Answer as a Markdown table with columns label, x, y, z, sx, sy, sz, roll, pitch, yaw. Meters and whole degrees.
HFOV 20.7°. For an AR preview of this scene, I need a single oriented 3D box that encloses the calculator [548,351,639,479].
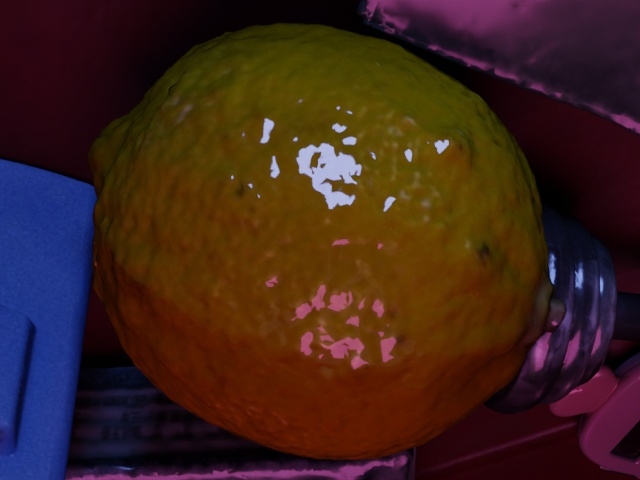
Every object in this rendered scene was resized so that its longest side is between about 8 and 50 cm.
| label | x | y | z | sx | sy | sz | roll | pitch | yaw |
| --- | --- | --- | --- | --- | --- | --- | --- | --- | --- |
| calculator | 0.207 | 0.102 | 1.003 | 0.166 | 0.024 | 0.103 | 19 | 130 | -20 |

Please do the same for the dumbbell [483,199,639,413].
| label | x | y | z | sx | sy | sz | roll | pitch | yaw |
| --- | --- | --- | --- | --- | --- | --- | --- | --- | --- |
| dumbbell | 0.182 | 0.041 | 0.900 | 0.254 | 0.110 | 0.110 | 6 | 132 | -14 |

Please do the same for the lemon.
| label | x | y | z | sx | sy | sz | roll | pitch | yaw |
| --- | --- | --- | --- | --- | --- | --- | --- | --- | --- |
| lemon | 0.000 | 0.000 | 0.790 | 0.231 | 0.192 | 0.192 | 21 | 134 | 14 |

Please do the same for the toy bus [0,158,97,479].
| label | x | y | z | sx | sy | sz | roll | pitch | yaw |
| --- | --- | --- | --- | --- | --- | --- | --- | --- | --- |
| toy bus | -0.173 | 0.072 | 0.834 | 0.116 | 0.234 | 0.133 | 14 | 129 | -13 |

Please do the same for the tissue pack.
| label | x | y | z | sx | sy | sz | roll | pitch | yaw |
| --- | --- | --- | --- | --- | --- | --- | --- | --- | --- |
| tissue pack | -0.100 | 0.175 | 1.015 | 0.315 | 0.103 | 0.228 | -3 | 131 | 2 |

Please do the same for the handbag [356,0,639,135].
| label | x | y | z | sx | sy | sz | roll | pitch | yaw |
| --- | --- | --- | --- | --- | --- | --- | --- | --- | --- |
| handbag | 0.169 | -0.151 | 0.734 | 0.260 | 0.079 | 0.247 | 21 | 131 | -14 |
